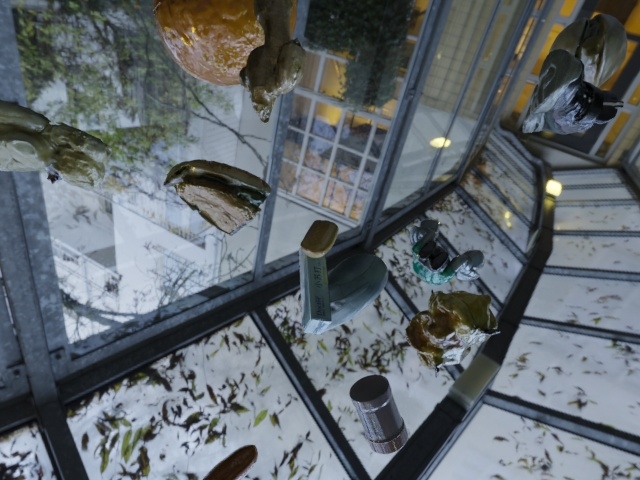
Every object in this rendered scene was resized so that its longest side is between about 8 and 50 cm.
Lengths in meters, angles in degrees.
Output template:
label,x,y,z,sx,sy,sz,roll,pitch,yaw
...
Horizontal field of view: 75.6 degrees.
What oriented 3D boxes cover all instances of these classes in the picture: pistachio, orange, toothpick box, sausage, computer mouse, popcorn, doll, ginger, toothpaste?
label,x,y,z,sx,sy,sz,roll,pitch,yaw
pistachio,0.490,-0.338,0.761,0.136,0.135,0.226,29,-157,21
orange,-0.217,-0.527,0.983,0.341,0.293,0.340,-15,-136,15
toothpick box,0.137,0.405,0.965,0.099,0.148,0.098,-19,-166,5
sausage,-0.290,0.731,1.296,0.098,0.098,0.238,33,-152,26
computer mouse,0.082,0.194,1.488,0.188,0.371,0.122,53,-172,-12
popcorn,0.447,0.287,1.432,0.316,0.297,0.280,-22,-134,1
doll,0.301,0.045,0.990,0.195,0.153,0.258,45,-174,-8
ginger,-0.090,-0.316,0.686,0.059,0.133,0.213,-1,-108,-50
toothpaste,-0.021,0.124,1.241,0.071,0.089,0.312,11,-133,-17

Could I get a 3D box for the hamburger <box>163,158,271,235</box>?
label,x,y,z,sx,sy,sz,roll,pitch,yaw
hamburger,-0.232,-0.130,0.948,0.208,0.155,0.135,35,-139,-23

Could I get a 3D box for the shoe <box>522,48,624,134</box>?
label,x,y,z,sx,sy,sz,roll,pitch,yaw
shoe,0.314,-0.172,0.509,0.100,0.071,0.169,18,-178,18

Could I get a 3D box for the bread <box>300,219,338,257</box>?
label,x,y,z,sx,sy,sz,roll,pitch,yaw
bread,0.000,0.000,1.085,0.082,0.056,0.115,8,-128,23

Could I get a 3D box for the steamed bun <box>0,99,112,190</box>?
label,x,y,z,sx,sy,sz,roll,pitch,yaw
steamed bun,-0.463,-0.148,0.696,0.178,0.106,0.192,22,177,-36
